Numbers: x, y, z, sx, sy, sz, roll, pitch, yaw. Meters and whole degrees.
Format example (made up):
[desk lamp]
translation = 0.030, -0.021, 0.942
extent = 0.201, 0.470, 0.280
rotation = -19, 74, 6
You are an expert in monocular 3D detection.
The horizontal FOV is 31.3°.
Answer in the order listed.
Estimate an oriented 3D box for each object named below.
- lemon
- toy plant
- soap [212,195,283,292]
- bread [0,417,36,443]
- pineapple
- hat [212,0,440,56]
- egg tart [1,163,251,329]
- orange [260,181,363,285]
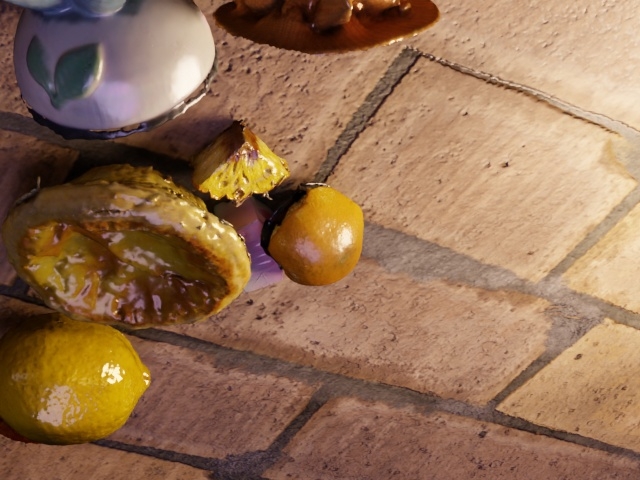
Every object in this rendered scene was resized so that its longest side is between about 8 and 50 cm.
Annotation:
[lemon]
translation = -0.390, 0.210, 1.735
extent = 0.260, 0.204, 0.204
rotation = 6, 137, -16
[toy plant]
translation = -0.249, -0.295, 1.182
extent = 0.247, 0.247, 0.332
rotation = -9, 137, 1
[soap]
translation = -0.103, 0.003, 1.656
extent = 0.100, 0.056, 0.149
rotation = -20, 137, 10
[bread]
translation = -0.514, 0.259, 1.854
extent = 0.269, 0.095, 0.139
rotation = 26, 121, -27
[pineapple]
translation = -0.106, -0.109, 1.534
extent = 0.137, 0.069, 0.116
rotation = -5, 134, -17
[hat]
translation = 0.005, -0.347, 1.219
extent = 0.244, 0.233, 0.233
rotation = 14, 124, 21
[egg tart]
translation = -0.257, -0.002, 1.553
extent = 0.341, 0.132, 0.341
rotation = 3, 144, 2
[orange]
translation = 0.000, 0.000, 1.609
extent = 0.170, 0.112, 0.160
rotation = -10, 123, -29
